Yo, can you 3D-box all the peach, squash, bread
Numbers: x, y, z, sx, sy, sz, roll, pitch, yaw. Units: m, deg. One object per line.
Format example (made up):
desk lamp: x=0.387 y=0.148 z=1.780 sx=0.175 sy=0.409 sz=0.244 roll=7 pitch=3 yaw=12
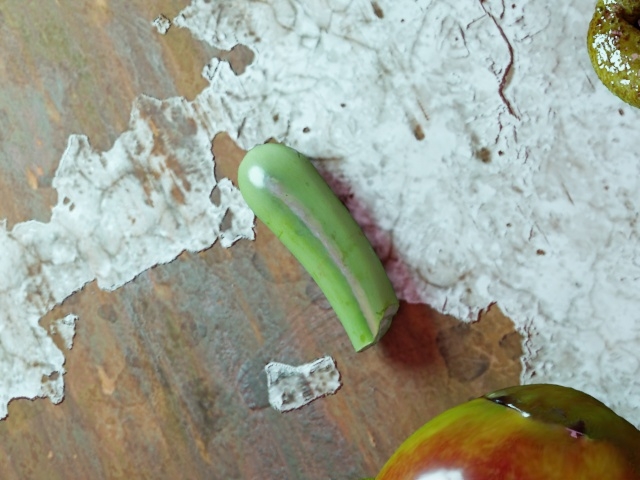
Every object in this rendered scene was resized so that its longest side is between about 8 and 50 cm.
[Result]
peach: x=0.192 y=0.322 z=1.413 sx=0.370 sy=0.370 sz=0.370 roll=-1 pitch=85 yaw=18
squash: x=0.000 y=0.000 z=1.642 sx=0.083 sy=0.083 sz=0.250 roll=-38 pitch=79 yaw=11
bread: x=0.354 y=-0.216 z=1.552 sx=0.193 sy=0.064 sz=0.193 roll=-2 pitch=85 yaw=21

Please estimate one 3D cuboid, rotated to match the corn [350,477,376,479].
corn: x=0.030 y=0.282 z=1.613 sx=0.207 sy=0.068 sz=0.068 roll=-14 pitch=82 yaw=14
